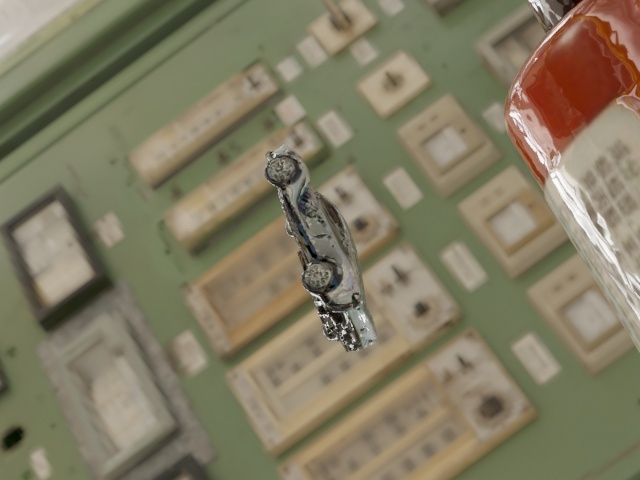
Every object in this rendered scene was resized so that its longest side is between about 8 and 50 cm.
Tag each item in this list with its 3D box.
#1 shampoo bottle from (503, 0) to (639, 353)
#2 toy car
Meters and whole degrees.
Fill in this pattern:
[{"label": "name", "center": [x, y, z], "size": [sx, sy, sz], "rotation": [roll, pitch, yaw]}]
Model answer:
[{"label": "shampoo bottle", "center": [0.113, -0.008, 0.336], "size": [0.278, 0.104, 0.104], "rotation": [61, -176, 16]}, {"label": "toy car", "center": [0.000, 0.000, 0.583], "size": [0.041, 0.025, 0.093], "rotation": [71, 179, -59]}]
